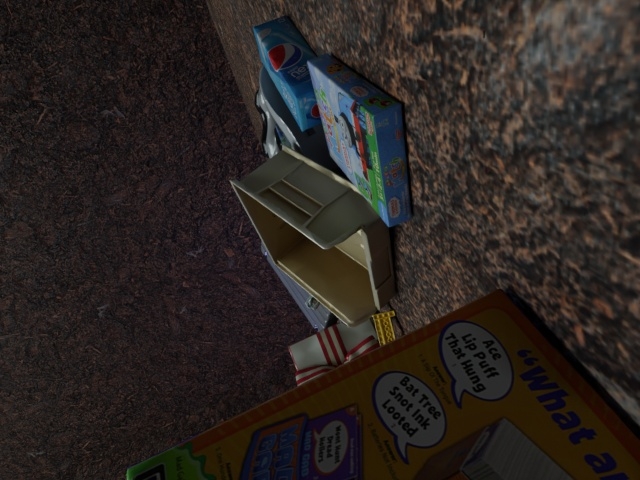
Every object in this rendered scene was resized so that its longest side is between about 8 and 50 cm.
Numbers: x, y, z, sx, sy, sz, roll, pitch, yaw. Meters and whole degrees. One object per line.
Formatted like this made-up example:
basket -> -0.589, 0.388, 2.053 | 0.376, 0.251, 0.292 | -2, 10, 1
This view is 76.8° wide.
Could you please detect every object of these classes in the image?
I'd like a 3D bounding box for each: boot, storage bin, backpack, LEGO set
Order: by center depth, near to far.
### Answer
storage bin -> 0.000, 0.000, 0.740 | 0.260, 0.123, 0.262 | 36, 158, 34
boot -> -0.046, -0.215, 0.789 | 0.258, 0.095, 0.123 | 65, 166, 11
LEGO set -> 0.110, 0.184, 0.902 | 0.287, 0.132, 0.107 | 41, -176, 15
backpack -> -0.055, -0.218, 0.905 | 0.114, 0.084, 0.105 | 63, -176, -77

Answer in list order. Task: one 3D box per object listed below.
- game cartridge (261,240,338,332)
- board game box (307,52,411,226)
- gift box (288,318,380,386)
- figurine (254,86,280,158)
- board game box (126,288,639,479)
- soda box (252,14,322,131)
game cartridge -> -0.058, 0.078, 1.131 | 0.355, 0.068, 0.230 | 52, 148, 26
board game box -> 0.050, -0.140, 0.542 | 0.211, 0.039, 0.160 | -119, 8, -47
gift box -> 0.092, 0.355, 1.048 | 0.276, 0.255, 0.258 | 60, 180, 25
figurine -> -0.147, -0.356, 1.212 | 0.215, 0.092, 0.209 | -135, 27, -71
board game box -> 0.101, 0.337, 0.357 | 0.356, 0.356, 0.356 | 73, 171, -48
soda box -> -0.044, -0.284, 0.677 | 0.071, 0.067, 0.210 | 78, 167, -59
